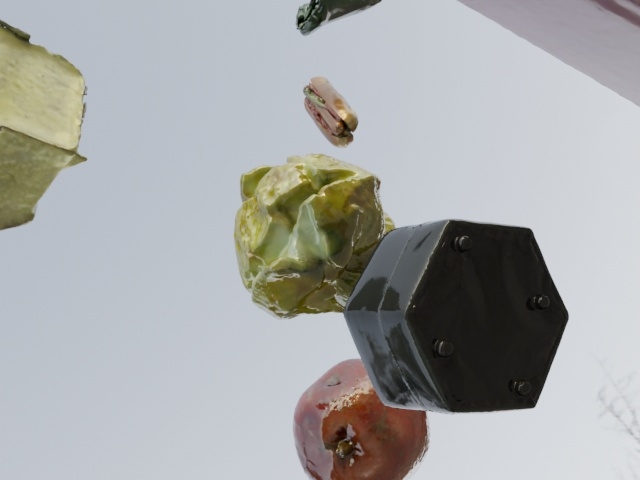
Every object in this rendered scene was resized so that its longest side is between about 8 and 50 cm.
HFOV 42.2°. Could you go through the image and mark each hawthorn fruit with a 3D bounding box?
[{"bbox_3d":[0.074,0.368,1.587,0.299,0.275,0.276,-12,-65,-74],"label":"hawthorn fruit"}]

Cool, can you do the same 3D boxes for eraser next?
[{"bbox_3d":[0.319,-0.278,0.918,0.359,0.272,0.122,27,-90,-11],"label":"eraser"}]

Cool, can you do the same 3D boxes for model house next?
[{"bbox_3d":[-0.561,-0.182,1.321,0.321,0.261,0.266,22,-54,-29],"label":"model house"}]

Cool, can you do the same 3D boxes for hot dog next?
[{"bbox_3d":[0.011,-0.261,1.657,0.062,0.236,0.092,-1,-61,-22],"label":"hot dog"}]

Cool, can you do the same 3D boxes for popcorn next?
[{"bbox_3d":[0.003,-0.003,1.269,0.276,0.226,0.276,-9,-41,-8],"label":"popcorn"}]

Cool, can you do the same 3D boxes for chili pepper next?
[{"bbox_3d":[0.042,-0.463,1.619,0.216,0.108,0.062,-29,-82,-29],"label":"chili pepper"}]

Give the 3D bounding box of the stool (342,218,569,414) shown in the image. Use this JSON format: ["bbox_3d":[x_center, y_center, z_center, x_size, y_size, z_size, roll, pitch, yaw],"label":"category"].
[{"bbox_3d":[0.153,0.084,0.924,0.232,0.141,0.232,4,-99,-29],"label":"stool"}]
